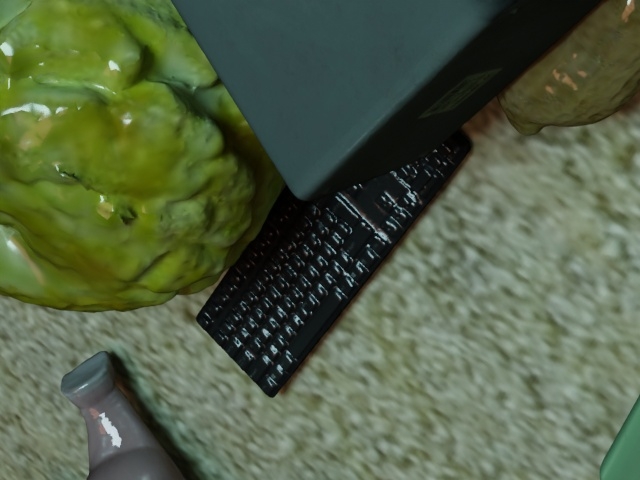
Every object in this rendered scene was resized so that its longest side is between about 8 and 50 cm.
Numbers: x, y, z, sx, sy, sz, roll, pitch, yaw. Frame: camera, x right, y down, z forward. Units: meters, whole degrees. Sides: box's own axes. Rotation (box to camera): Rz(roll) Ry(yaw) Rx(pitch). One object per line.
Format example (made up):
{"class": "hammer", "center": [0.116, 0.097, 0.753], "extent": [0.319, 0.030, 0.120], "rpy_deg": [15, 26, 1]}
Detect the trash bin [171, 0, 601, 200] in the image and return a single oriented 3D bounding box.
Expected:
{"class": "trash bin", "center": [-0.005, -0.155, 0.644], "extent": [0.177, 0.101, 0.236], "rpy_deg": [-42, 74, 47]}

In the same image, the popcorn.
{"class": "popcorn", "center": [-0.106, -0.075, 0.756], "extent": [0.198, 0.198, 0.212], "rpy_deg": [-39, 61, 44]}

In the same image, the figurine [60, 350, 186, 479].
{"class": "figurine", "center": [-0.073, 0.211, 0.918], "extent": [0.287, 0.176, 0.186], "rpy_deg": [47, 178, 30]}

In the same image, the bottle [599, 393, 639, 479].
{"class": "bottle", "center": [0.148, 0.078, 0.722], "extent": [0.030, 0.030, 0.083], "rpy_deg": [35, 130, 20]}

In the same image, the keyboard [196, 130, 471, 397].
{"class": "keyboard", "center": [0.000, 0.000, 0.810], "extent": [0.061, 0.013, 0.204], "rpy_deg": [45, 133, 9]}

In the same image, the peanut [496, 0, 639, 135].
{"class": "peanut", "center": [0.107, -0.078, 0.657], "extent": [0.054, 0.054, 0.113], "rpy_deg": [52, 137, 4]}
